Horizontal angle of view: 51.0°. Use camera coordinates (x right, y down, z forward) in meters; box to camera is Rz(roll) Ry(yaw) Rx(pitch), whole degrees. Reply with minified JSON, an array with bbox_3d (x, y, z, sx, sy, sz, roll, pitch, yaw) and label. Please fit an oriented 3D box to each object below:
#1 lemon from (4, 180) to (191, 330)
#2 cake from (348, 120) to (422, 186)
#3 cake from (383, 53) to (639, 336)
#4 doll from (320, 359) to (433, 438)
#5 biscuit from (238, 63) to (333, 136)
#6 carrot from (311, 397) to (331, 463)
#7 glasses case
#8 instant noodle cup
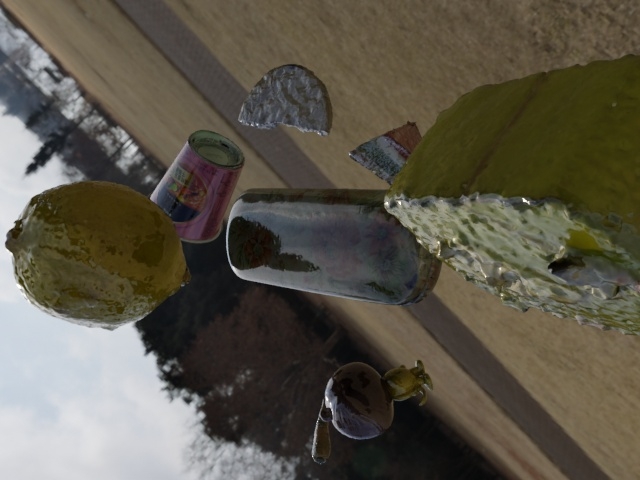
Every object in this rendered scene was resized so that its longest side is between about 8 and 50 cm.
[{"bbox_3d":[-0.391,0.025,1.196,0.322,0.268,0.268,23,-176,-33],"label":"lemon"},{"bbox_3d":[0.137,-0.140,1.203,0.116,0.086,0.220,63,-156,-5],"label":"cake"},{"bbox_3d":[0.181,-0.024,0.512,0.179,0.156,0.260,42,166,-22],"label":"cake"},{"bbox_3d":[0.094,0.266,1.119,0.145,0.188,0.096,-83,-13,-48],"label":"doll"},{"bbox_3d":[-0.063,-0.281,1.325,0.250,0.133,0.032,14,-177,40],"label":"biscuit"},{"bbox_3d":[0.007,0.489,1.754,0.049,0.049,0.254,45,-161,-15],"label":"carrot"},{"bbox_3d":[0.000,0.000,0.999,0.098,0.156,0.425,6,180,-43],"label":"glasses case"},{"bbox_3d":[-0.331,-0.157,1.843,0.244,0.255,0.244,22,-145,-16],"label":"instant noodle cup"}]
